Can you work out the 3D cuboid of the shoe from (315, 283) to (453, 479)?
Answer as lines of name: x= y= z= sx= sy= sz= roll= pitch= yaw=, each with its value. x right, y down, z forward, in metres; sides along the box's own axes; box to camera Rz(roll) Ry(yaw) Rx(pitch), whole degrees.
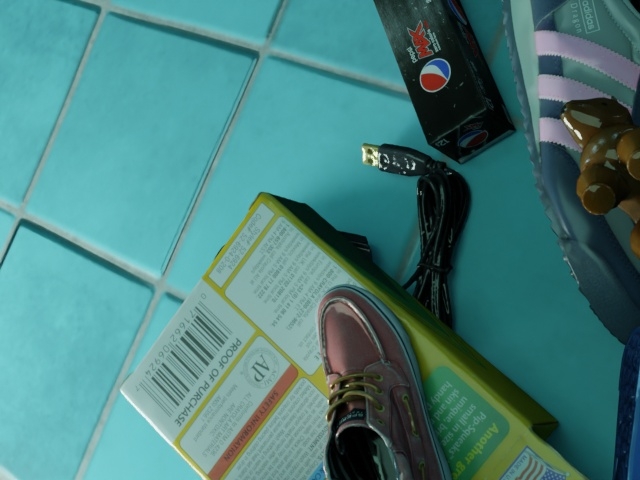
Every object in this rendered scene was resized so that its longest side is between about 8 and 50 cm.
shoe: x=0.031 y=0.108 z=0.746 sx=0.063 sy=0.081 sz=0.178 roll=-27 pitch=73 yaw=20

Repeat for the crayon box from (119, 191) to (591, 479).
crayon box: x=0.024 y=0.141 z=0.838 sx=0.323 sy=0.083 sz=0.203 roll=42 pitch=102 yaw=24

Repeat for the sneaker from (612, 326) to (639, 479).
sneaker: x=0.230 y=0.171 z=0.708 sx=0.091 sy=0.081 sz=0.232 roll=6 pitch=96 yaw=4

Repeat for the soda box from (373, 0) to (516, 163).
soda box: x=0.098 y=-0.150 z=0.923 sx=0.060 sy=0.053 sz=0.168 roll=-32 pitch=59 yaw=26

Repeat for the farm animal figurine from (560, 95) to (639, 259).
farm animal figurine: x=0.296 y=-0.134 z=0.650 sx=0.327 sy=0.172 sz=0.330 roll=19 pitch=110 yaw=10

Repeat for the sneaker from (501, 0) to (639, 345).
sneaker: x=0.217 y=-0.089 z=0.779 sx=0.131 sy=0.112 sz=0.319 roll=-23 pitch=64 yaw=32

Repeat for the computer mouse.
computer mouse: x=0.000 y=0.000 z=0.944 sx=0.262 sy=0.060 sz=0.184 roll=8 pitch=81 yaw=38
